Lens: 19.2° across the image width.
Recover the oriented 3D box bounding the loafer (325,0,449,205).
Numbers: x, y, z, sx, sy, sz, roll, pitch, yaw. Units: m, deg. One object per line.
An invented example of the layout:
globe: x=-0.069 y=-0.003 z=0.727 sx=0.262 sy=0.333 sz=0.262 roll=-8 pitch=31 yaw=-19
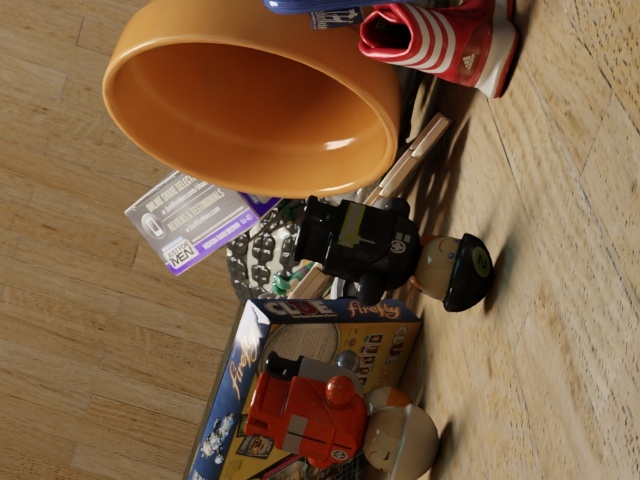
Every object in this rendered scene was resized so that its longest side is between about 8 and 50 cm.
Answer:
loafer: x=0.057 y=-0.191 z=1.990 sx=0.112 sy=0.111 sz=0.319 roll=-19 pitch=-52 yaw=-75

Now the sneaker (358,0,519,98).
sneaker: x=0.100 y=-0.192 z=1.677 sx=0.221 sy=0.128 sz=0.087 roll=-107 pitch=36 yaw=-78

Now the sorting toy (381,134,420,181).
sorting toy: x=0.080 y=-0.071 z=1.968 sx=0.083 sy=0.012 sz=0.062 roll=-36 pitch=-30 yaw=-52

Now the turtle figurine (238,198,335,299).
turtle figurine: x=0.000 y=0.000 z=2.174 sx=0.234 sy=0.118 sz=0.175 roll=-55 pitch=25 yaw=20

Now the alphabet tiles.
alphabet tiles: x=0.028 y=-0.003 z=1.808 sx=0.284 sy=0.021 sz=0.278 roll=-51 pitch=-3 yaw=-32

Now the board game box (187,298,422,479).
board game box: x=-0.022 y=0.165 z=1.655 sx=0.042 sy=0.165 sz=0.243 roll=43 pitch=122 yaw=45

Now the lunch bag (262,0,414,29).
lunch bag: x=0.074 y=-0.271 z=1.618 sx=0.303 sy=0.243 sz=0.115 roll=-72 pitch=-23 yaw=-67

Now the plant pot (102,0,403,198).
plant pot: x=-0.050 y=-0.199 z=1.860 sx=0.291 sy=0.291 sz=0.203 roll=118 pitch=165 yaw=-64

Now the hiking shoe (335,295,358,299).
hiking shoe: x=-0.011 y=0.133 z=1.854 sx=0.086 sy=0.114 sz=0.227 roll=113 pitch=172 yaw=-46

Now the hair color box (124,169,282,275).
hair color box: x=-0.061 y=-0.113 z=2.260 sx=0.185 sy=0.110 sz=0.339 roll=-32 pitch=8 yaw=47

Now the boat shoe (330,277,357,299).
boat shoe: x=0.046 y=0.025 z=1.985 sx=0.040 sy=0.049 sz=0.142 roll=117 pitch=171 yaw=-59

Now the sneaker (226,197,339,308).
sneaker: x=0.004 y=-0.079 z=2.546 sx=0.182 sy=0.158 sz=0.410 roll=-1 pitch=-70 yaw=-63

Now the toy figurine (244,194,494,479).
toy figurine: x=0.038 y=0.072 z=1.458 sx=0.209 sy=0.148 sz=0.213 roll=39 pitch=-114 yaw=-89

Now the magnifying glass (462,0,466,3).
magnifying glass: x=0.159 y=-0.280 z=1.936 sx=0.231 sy=0.026 sz=0.092 roll=-78 pitch=7 yaw=-60
